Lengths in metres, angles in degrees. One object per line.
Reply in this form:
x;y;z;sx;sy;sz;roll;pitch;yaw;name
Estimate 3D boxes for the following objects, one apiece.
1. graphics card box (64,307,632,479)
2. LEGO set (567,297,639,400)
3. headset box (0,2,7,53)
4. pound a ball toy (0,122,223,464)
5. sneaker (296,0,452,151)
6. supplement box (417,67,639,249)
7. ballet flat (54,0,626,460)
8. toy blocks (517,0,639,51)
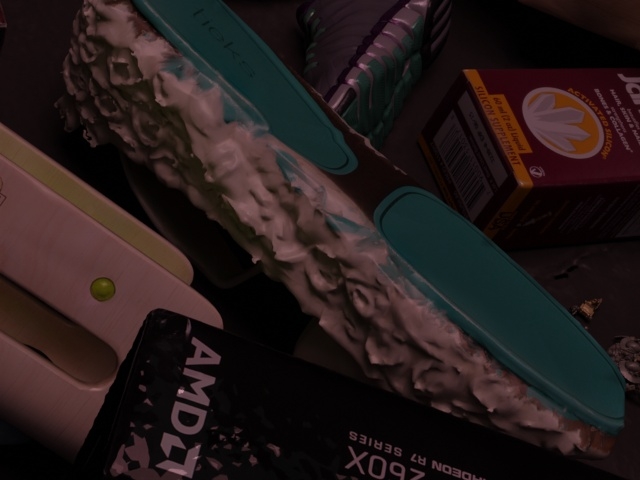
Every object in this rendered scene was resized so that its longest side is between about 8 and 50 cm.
0.052;0.183;0.676;0.371;0.233;0.094;22;49;-10;graphics card box
0.201;0.071;0.973;0.083;0.023;0.054;46;49;12;LEGO set
-0.324;-0.175;0.847;0.218;0.110;0.293;-6;58;-29;headset box
-0.207;-0.002;0.675;0.319;0.135;0.208;36;3;-18;pound a ball toy
0.011;-0.120;1.009;0.098;0.083;0.223;18;43;18;sneaker
0.180;-0.060;1.024;0.188;0.081;0.104;-5;57;-29;supplement box
0.000;0.000;0.862;0.409;0.147;0.147;44;49;9;ballet flat
0.216;-0.279;1.157;0.261;0.190;0.381;24;35;7;toy blocks
